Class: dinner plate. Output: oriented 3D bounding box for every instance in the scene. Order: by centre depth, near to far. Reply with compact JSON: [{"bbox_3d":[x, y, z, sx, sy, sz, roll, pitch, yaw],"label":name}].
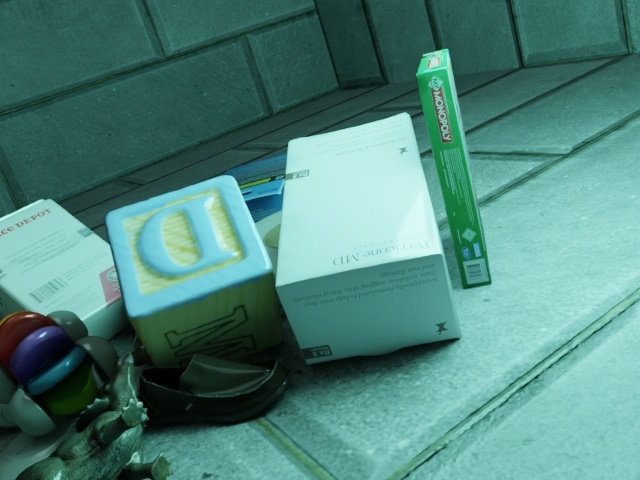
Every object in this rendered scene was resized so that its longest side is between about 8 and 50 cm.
[{"bbox_3d":[-0.390,0.279,0.898,0.141,0.017,0.141,-18,19,6],"label":"dinner plate"}]

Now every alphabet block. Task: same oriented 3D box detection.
[{"bbox_3d":[-0.175,0.057,0.922,0.193,0.197,0.192,-18,53,-10],"label":"alphabet block"}]

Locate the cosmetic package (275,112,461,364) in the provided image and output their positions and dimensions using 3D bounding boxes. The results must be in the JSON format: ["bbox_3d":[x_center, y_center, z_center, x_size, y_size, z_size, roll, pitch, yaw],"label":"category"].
[{"bbox_3d":[0.062,-0.019,0.944,0.217,0.156,0.385,-13,34,7],"label":"cosmetic package"}]

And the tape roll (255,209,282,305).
[{"bbox_3d":[0.000,0.000,1.232,0.391,0.072,0.392,-17,18,6],"label":"tape roll"}]

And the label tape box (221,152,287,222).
[{"bbox_3d":[-0.161,-0.112,1.639,0.249,0.115,0.348,-13,22,16],"label":"label tape box"}]

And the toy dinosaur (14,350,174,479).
[{"bbox_3d":[-0.274,0.265,0.728,0.160,0.121,0.313,-22,21,42],"label":"toy dinosaur"}]

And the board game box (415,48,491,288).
[{"bbox_3d":[0.204,-0.117,0.978,0.046,0.318,0.213,-11,20,16],"label":"board game box"}]

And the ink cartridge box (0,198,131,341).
[{"bbox_3d":[-0.488,0.073,1.183,0.283,0.117,0.207,34,43,17],"label":"ink cartridge box"}]

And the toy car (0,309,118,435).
[{"bbox_3d":[-0.390,0.165,0.904,0.182,0.136,0.159,30,56,28],"label":"toy car"}]

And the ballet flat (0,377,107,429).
[{"bbox_3d":[-0.425,0.235,0.970,0.213,0.072,0.068,-23,24,-15],"label":"ballet flat"}]

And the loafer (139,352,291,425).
[{"bbox_3d":[-0.146,0.186,0.831,0.219,0.078,0.080,-14,19,14],"label":"loafer"}]

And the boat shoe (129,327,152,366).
[{"bbox_3d":[-0.285,0.152,1.080,0.066,0.066,0.183,-27,15,0],"label":"boat shoe"}]
